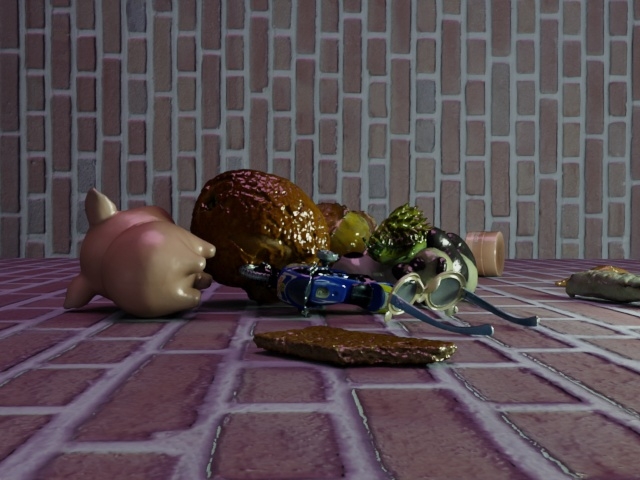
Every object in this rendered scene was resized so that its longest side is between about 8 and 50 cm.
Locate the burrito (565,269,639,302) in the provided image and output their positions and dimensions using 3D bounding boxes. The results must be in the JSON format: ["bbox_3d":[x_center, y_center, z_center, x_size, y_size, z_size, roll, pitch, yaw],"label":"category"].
[{"bbox_3d":[0.654,0.103,1.579,0.096,0.066,0.309,-6,3,-21],"label":"burrito"}]

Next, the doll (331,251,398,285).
[{"bbox_3d":[0.109,0.081,1.653,0.180,0.107,0.110,7,-24,-37],"label":"doll"}]

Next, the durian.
[{"bbox_3d":[0.184,-0.007,1.613,0.375,0.107,0.132,-1,-40,-47],"label":"durian"}]

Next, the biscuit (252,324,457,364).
[{"bbox_3d":[0.039,0.133,0.908,0.236,0.026,0.131,2,4,43],"label":"biscuit"}]

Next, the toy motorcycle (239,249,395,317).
[{"bbox_3d":[0.011,0.087,1.356,0.315,0.113,0.169,9,9,-21],"label":"toy motorcycle"}]

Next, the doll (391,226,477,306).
[{"bbox_3d":[0.250,0.063,1.547,0.135,0.143,0.234,49,18,29],"label":"doll"}]

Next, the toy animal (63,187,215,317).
[{"bbox_3d":[-0.335,0.043,1.369,0.269,0.237,0.326,13,2,-5],"label":"toy animal"}]

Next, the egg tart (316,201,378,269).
[{"bbox_3d":[0.000,0.000,1.840,0.314,0.120,0.315,-18,34,13],"label":"egg tart"}]

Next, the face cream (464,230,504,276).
[{"bbox_3d":[0.540,0.044,2.405,0.104,0.149,0.149,0,1,26],"label":"face cream"}]

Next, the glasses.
[{"bbox_3d":[0.236,0.097,1.203,0.189,0.088,0.220,0,1,-38],"label":"glasses"}]

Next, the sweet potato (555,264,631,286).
[{"bbox_3d":[0.744,0.097,1.963,0.226,0.068,0.068,0,1,2],"label":"sweet potato"}]

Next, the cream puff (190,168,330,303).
[{"bbox_3d":[-0.127,0.008,1.500,0.302,0.303,0.212,0,45,9],"label":"cream puff"}]
